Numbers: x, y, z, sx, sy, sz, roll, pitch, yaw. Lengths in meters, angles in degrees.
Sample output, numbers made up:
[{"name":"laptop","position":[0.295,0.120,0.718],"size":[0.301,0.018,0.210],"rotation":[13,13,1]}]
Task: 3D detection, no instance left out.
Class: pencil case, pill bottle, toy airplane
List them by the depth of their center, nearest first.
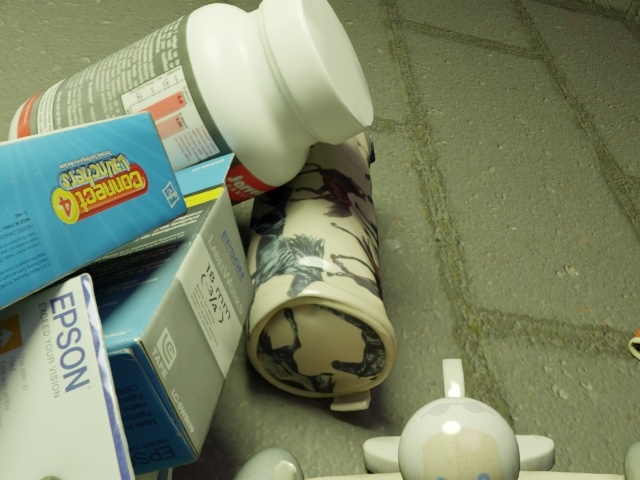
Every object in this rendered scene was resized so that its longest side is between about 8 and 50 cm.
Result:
[{"name":"toy airplane","position":[0.117,0.219,0.615],"size":[0.386,0.272,0.384],"rotation":[-29,37,-29]},{"name":"pill bottle","position":[-0.141,-0.132,0.856],"size":[0.363,0.210,0.210],"rotation":[-21,33,19]},{"name":"pencil case","position":[0.000,0.000,0.928],"size":[0.183,0.160,0.410],"rotation":[50,24,-34]}]

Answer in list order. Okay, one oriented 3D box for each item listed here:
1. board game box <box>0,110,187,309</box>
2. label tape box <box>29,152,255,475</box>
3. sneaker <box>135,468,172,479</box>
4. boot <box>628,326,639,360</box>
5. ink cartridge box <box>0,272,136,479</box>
[{"name":"board game box","position":[-0.292,0.021,0.501],"size":[0.302,0.086,0.308],"rotation":[-17,10,23]},{"name":"label tape box","position":[-0.188,0.063,0.654],"size":[0.241,0.106,0.333],"rotation":[-17,23,14]},{"name":"sneaker","position":[-0.210,0.232,0.581],"size":[0.182,0.127,0.315],"rotation":[7,40,-19]},{"name":"boot","position":[0.494,0.167,1.034],"size":[0.085,0.059,0.158],"rotation":[-24,46,-39]},{"name":"ink cartridge box","position":[-0.229,0.213,0.374],"size":[0.330,0.071,0.324],"rotation":[-20,56,-5]}]
